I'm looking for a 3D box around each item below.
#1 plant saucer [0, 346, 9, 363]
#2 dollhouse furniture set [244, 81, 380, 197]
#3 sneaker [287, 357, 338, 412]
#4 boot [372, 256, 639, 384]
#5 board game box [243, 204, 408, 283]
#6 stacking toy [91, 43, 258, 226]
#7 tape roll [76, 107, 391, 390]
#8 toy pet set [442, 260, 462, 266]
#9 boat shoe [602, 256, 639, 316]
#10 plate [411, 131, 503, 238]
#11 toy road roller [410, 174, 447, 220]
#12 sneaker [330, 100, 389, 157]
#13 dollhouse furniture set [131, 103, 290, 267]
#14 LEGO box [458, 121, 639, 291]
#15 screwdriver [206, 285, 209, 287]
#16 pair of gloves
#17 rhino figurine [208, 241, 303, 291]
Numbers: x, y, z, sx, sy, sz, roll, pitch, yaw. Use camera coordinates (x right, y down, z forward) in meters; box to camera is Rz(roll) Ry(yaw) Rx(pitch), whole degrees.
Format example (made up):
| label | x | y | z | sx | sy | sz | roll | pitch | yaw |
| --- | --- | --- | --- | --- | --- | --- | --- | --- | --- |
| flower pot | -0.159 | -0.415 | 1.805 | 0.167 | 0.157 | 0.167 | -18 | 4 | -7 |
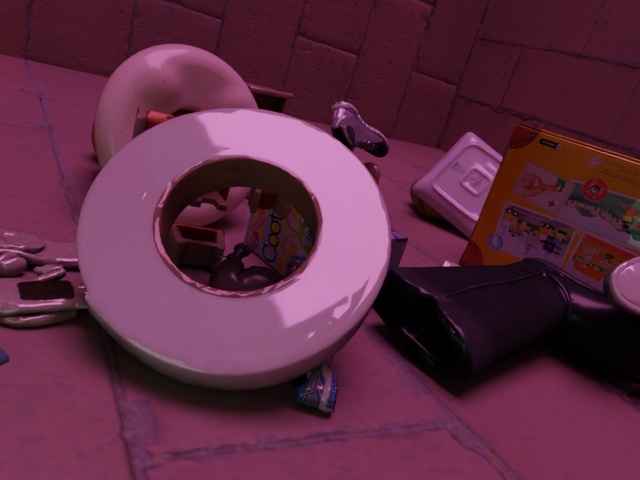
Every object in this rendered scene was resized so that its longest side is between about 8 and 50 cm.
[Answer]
| label | x | y | z | sx | sy | sz | roll | pitch | yaw |
| --- | --- | --- | --- | --- | --- | --- | --- | --- | --- |
| plant saucer | -0.393 | 0.131 | 0.496 | 0.067 | 0.018 | 0.192 | 22 | 19 | 14 |
| dollhouse furniture set | -0.072 | -0.254 | 1.481 | 0.394 | 0.256 | 0.362 | 30 | 23 | 34 |
| sneaker | -0.015 | 0.161 | 0.683 | 0.058 | 0.052 | 0.135 | 8 | 19 | -11 |
| boot | 0.358 | 0.149 | 0.884 | 0.446 | 0.146 | 0.367 | 1 | 21 | -42 |
| board game box | 0.000 | 0.000 | 1.003 | 0.144 | 0.142 | 0.275 | -2 | 26 | -43 |
| stacking toy | -0.387 | -0.217 | 1.184 | 0.351 | 0.350 | 0.480 | -1 | 6 | -42 |
| tape roll | -0.105 | -0.007 | 0.691 | 0.393 | 0.072 | 0.391 | 4 | 59 | -6 |
| toy pet set | 0.242 | 0.099 | 1.097 | 0.122 | 0.065 | 0.114 | 22 | 54 | 22 |
| boat shoe | 0.602 | 0.088 | 0.935 | 0.320 | 0.116 | 0.099 | 0 | -14 | -22 |
| plate | 0.468 | -0.171 | 1.628 | 0.278 | 0.277 | 0.045 | 43 | -7 | 19 |
| toy road roller | 0.482 | -0.177 | 1.759 | 0.330 | 0.240 | 0.202 | 15 | 19 | -6 |
| sneaker | 0.098 | -0.263 | 1.468 | 0.086 | 0.132 | 0.229 | -16 | -39 | 41 |
| dollhouse furniture set | -0.195 | -0.089 | 0.908 | 0.262 | 0.259 | 0.135 | 9 | 22 | -23 |
| LEGO box | 0.631 | -0.012 | 1.223 | 0.500 | 0.372 | 0.193 | 31 | 23 | 34 |
| screwdriver | -0.187 | 0.077 | 0.832 | 0.024 | 0.025 | 0.170 | 28 | 13 | 31 |
| pair of gloves | -0.398 | 0.037 | 0.718 | 0.204 | 0.042 | 0.240 | 7 | 20 | -27 |
| rhino figurine | -0.058 | 0.081 | 0.833 | 0.244 | 0.073 | 0.106 | 17 | 33 | -4 |
